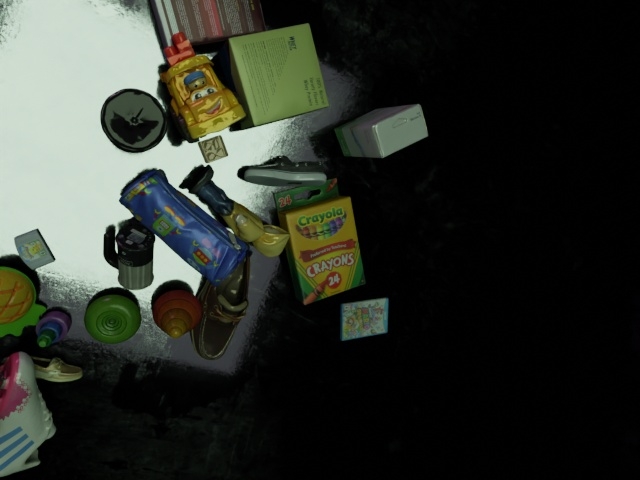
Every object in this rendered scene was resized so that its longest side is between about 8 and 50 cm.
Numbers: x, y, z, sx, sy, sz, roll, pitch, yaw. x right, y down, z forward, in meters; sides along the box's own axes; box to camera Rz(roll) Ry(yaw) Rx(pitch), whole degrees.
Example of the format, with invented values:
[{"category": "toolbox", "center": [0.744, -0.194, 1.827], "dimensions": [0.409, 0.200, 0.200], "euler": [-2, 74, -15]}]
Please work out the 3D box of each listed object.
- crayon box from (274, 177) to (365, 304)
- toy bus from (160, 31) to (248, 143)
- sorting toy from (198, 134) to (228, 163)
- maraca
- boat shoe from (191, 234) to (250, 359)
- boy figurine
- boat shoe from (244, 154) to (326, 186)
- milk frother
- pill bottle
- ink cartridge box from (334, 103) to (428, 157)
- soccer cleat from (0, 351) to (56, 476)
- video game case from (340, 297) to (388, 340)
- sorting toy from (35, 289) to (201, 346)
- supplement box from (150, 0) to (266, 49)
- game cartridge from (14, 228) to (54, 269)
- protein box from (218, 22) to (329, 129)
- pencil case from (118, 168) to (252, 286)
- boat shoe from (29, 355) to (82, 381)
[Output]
[{"category": "crayon box", "center": [0.000, 0.000, 1.243], "dimensions": [0.203, 0.081, 0.318], "euler": [-18, 106, -20]}, {"category": "toy bus", "center": [-0.273, -0.341, 0.959], "dimensions": [0.150, 0.220, 0.211], "euler": [-26, 121, -13]}, {"category": "sorting toy", "center": [-0.276, -0.244, 1.110], "dimensions": [0.062, 0.012, 0.083], "euler": [-23, 112, -14]}, {"category": "maraca", "center": [-0.686, 0.136, 0.953], "dimensions": [0.127, 0.099, 0.185], "euler": [-34, 136, -26]}, {"category": "boat shoe", "center": [-0.248, 0.159, 1.136], "dimensions": [0.123, 0.123, 0.341], "euler": [17, 92, -26]}, {"category": "boy figurine", "center": [-0.194, -0.059, 1.088], "dimensions": [0.285, 0.177, 0.092], "euler": [40, 91, -20]}, {"category": "boat shoe", "center": [-0.092, -0.191, 1.173], "dimensions": [0.229, 0.080, 0.075], "euler": [-2, 79, -20]}, {"category": "milk frother", "center": [-0.429, 0.018, 1.050], "dimensions": [0.143, 0.129, 0.134], "euler": [-33, 153, -45]}, {"category": "pill bottle", "center": [-0.400, -0.249, 0.938], "dimensions": [0.123, 0.219, 0.122], "euler": [-4, 101, -24]}, {"category": "ink cartridge box", "center": [0.160, -0.294, 1.185], "dimensions": [0.154, 0.212, 0.093], "euler": [-29, 110, -17]}, {"category": "soccer cleat", "center": [-0.668, 0.388, 0.990], "dimensions": [0.143, 0.116, 0.331], "euler": [11, 111, -40]}, {"category": "video game case", "center": [0.140, 0.248, 1.388], "dimensions": [0.167, 0.015, 0.119], "euler": [-5, 101, -24]}, {"category": "sorting toy", "center": [-0.464, 0.204, 1.019], "dimensions": [0.366, 0.126, 0.126], "euler": [-3, 107, -15]}, {"category": "supplement box", "center": [-0.260, -0.531, 1.025], "dimensions": [0.240, 0.073, 0.130], "euler": [-18, 113, -20]}, {"category": "game cartridge", "center": [-0.650, 0.022, 0.991], "dimensions": [0.056, 0.017, 0.083], "euler": [-25, 109, -14]}, {"category": "protein box", "center": [-0.116, -0.399, 1.084], "dimensions": [0.201, 0.136, 0.199], "euler": [-21, 107, -19]}, {"category": "pencil case", "center": [-0.301, -0.030, 0.998], "dimensions": [0.306, 0.119, 0.133], "euler": [44, 125, -12]}, {"category": "boat shoe", "center": [-0.632, 0.300, 1.030], "dimensions": [0.136, 0.050, 0.045], "euler": [14, 99, -26]}]
